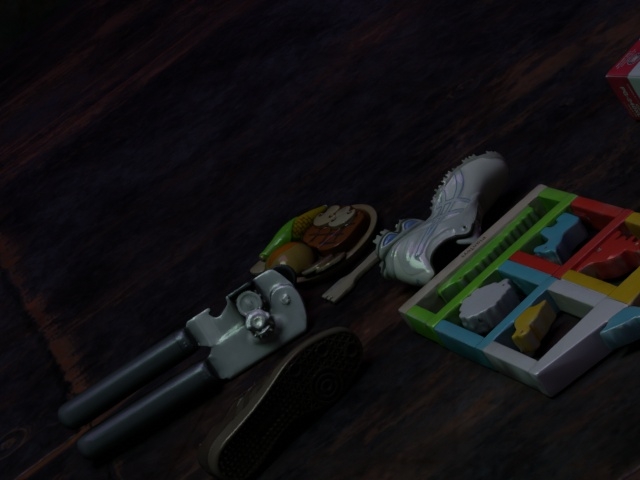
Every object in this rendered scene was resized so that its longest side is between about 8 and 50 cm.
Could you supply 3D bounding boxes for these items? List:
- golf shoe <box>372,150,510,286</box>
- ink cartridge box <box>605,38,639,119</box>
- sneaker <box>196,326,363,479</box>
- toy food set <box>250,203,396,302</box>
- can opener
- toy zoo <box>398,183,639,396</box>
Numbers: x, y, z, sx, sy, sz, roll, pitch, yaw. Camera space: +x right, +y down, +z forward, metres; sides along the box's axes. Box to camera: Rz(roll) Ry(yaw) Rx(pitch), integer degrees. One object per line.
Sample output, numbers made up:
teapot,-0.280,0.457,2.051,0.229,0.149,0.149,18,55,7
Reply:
golf shoe,0.138,-0.014,1.915,0.176,0.069,0.086,-44,44,-20
ink cartridge box,0.366,-0.168,1.885,0.109,0.063,0.150,-45,27,-21
sneaker,-0.045,0.145,1.838,0.188,0.066,0.071,-42,24,-16
toy food set,0.000,0.000,2.075,0.132,0.038,0.192,-43,26,-17
can opener,-0.133,0.126,1.999,0.280,0.074,0.093,-33,-3,2
toy zoo,0.211,0.042,1.743,0.192,0.030,0.293,-41,25,-14
